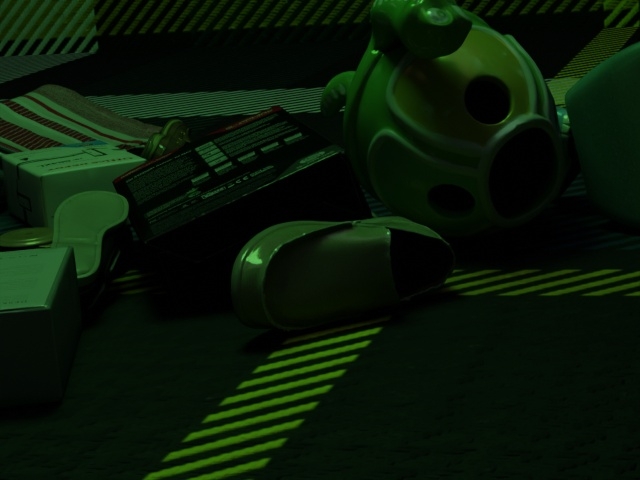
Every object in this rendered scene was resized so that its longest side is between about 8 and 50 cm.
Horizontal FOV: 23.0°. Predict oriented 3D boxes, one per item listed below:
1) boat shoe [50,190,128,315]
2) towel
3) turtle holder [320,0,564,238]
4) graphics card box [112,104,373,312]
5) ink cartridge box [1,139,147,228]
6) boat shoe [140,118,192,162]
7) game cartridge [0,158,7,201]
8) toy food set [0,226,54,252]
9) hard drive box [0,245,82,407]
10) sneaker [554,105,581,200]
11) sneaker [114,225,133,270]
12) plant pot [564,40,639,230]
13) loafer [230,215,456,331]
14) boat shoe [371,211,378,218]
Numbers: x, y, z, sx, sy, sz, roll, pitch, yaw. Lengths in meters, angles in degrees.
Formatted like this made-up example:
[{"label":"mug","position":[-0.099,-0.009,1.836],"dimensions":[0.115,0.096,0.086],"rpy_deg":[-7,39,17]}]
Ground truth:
[{"label":"boat shoe","position":[-0.250,0.012,1.666],"dimensions":[0.075,0.065,0.206],"rpy_deg":[7,29,0]},{"label":"towel","position":[-0.407,-0.171,2.454],"dimensions":[0.237,0.037,0.329],"rpy_deg":[22,20,12]},{"label":"turtle holder","position":[0.161,-0.151,1.774],"dimensions":[0.243,0.320,0.227],"rpy_deg":[-15,36,-30]},{"label":"graphics card box","position":[-0.098,-0.047,1.767],"dimensions":[0.232,0.094,0.371],"rpy_deg":[-25,15,-7]},{"label":"ink cartridge box","position":[-0.323,-0.072,2.085],"dimensions":[0.148,0.086,0.203],"rpy_deg":[-11,14,-24]},{"label":"boat shoe","position":[-0.226,-0.139,2.412],"dimensions":[0.060,0.064,0.178],"rpy_deg":[27,18,1]},{"label":"game cartridge","position":[-0.569,-0.089,2.088],"dimensions":[0.230,0.068,0.355],"rpy_deg":[-6,-5,14]},{"label":"toy food set","position":[-0.357,0.001,1.934],"dimensions":[0.083,0.020,0.082],"rpy_deg":[-7,13,-8]},{"label":"hard drive box","position":[-0.321,0.079,1.446],"dimensions":[0.181,0.089,0.232],"rpy_deg":[-5,13,-2]},{"label":"sneaker","position":[0.284,-0.115,1.920],"dimensions":[0.073,0.162,0.063],"rpy_deg":[29,61,22]},{"label":"sneaker","position":[-0.256,0.016,1.767],"dimensions":[0.059,0.053,0.144],"rpy_deg":[-2,13,22]},{"label":"plant pot","position":[0.427,-0.135,1.790],"dimensions":[0.252,0.247,0.248],"rpy_deg":[-10,9,31]},{"label":"loafer","position":[0.028,0.024,1.528],"dimensions":[0.268,0.102,0.092],"rpy_deg":[-16,12,-42]},{"label":"boat shoe","position":[0.000,0.000,1.769],"dimensions":[0.142,0.049,0.040],"rpy_deg":[-12,19,-1]}]
